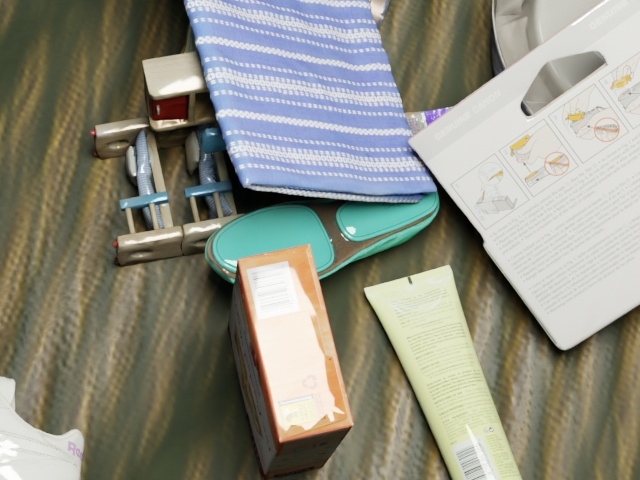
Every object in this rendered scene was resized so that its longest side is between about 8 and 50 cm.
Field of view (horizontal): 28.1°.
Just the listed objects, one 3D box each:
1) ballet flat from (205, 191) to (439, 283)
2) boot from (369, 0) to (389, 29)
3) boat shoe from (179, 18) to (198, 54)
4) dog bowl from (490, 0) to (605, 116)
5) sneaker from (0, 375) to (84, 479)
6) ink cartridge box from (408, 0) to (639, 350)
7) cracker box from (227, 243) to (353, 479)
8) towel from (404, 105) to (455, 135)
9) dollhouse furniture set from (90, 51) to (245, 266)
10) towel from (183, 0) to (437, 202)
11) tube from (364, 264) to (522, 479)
[{"bbox_3d":[0.000,0.000,1.238,0.247,0.087,0.083,-19,75,-22],"label":"ballet flat"},{"bbox_3d":[0.040,-0.323,1.358,0.106,0.082,0.219,18,72,-3],"label":"boot"},{"bbox_3d":[-0.119,-0.203,1.319,0.045,0.050,0.135,14,81,-6],"label":"boat shoe"},{"bbox_3d":[0.338,-0.206,1.343,0.349,0.102,0.348,2,71,-5],"label":"dog bowl"},{"bbox_3d":[-0.358,0.176,1.145,0.305,0.114,0.152,23,57,-3],"label":"sneaker"},{"bbox_3d":[0.275,-0.081,1.202,0.296,0.066,0.261,-35,99,15],"label":"ink cartridge box"},{"bbox_3d":[-0.032,0.114,1.122,0.067,0.232,0.155,-12,73,-9],"label":"cracker box"},{"bbox_3d":[0.118,-0.110,1.333,0.083,0.009,0.060,-8,72,-9],"label":"towel"},{"bbox_3d":[-0.143,-0.073,1.198,0.129,0.183,0.129,-11,73,-10],"label":"dollhouse furniture set"},{"bbox_3d":[-0.022,-0.194,1.190,0.243,0.040,0.336,2,63,-44],"label":"towel"},{"bbox_3d":[0.126,0.140,1.230,0.070,0.062,0.240,6,57,-51],"label":"tube"}]
